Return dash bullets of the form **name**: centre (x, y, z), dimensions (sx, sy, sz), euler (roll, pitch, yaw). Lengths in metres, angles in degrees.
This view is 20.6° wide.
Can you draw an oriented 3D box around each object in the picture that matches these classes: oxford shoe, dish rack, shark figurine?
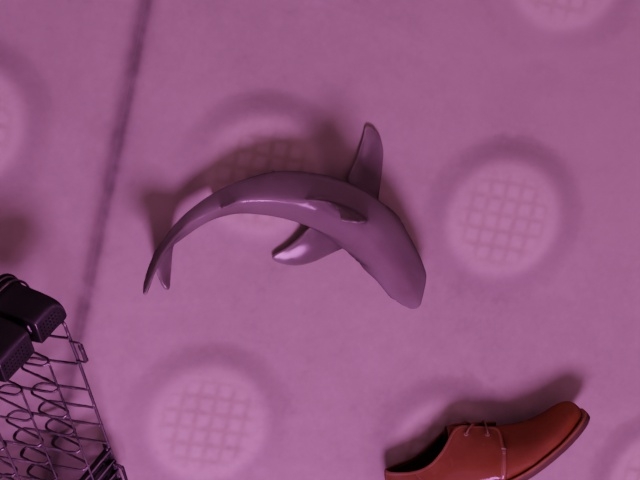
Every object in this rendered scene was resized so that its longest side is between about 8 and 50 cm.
- **oxford shoe**: centre (0.160, 0.201, 1.697), dimensions (0.212, 0.076, 0.076), euler (-27, 99, -8)
- **dish rack**: centre (-0.266, 0.192, 1.520), dimensions (0.208, 0.074, 0.271), euler (-50, 140, -37)
- **shark figurine**: centre (-0.020, -0.018, 1.566), dimensions (0.278, 0.116, 0.166), euler (3, 102, -18)
